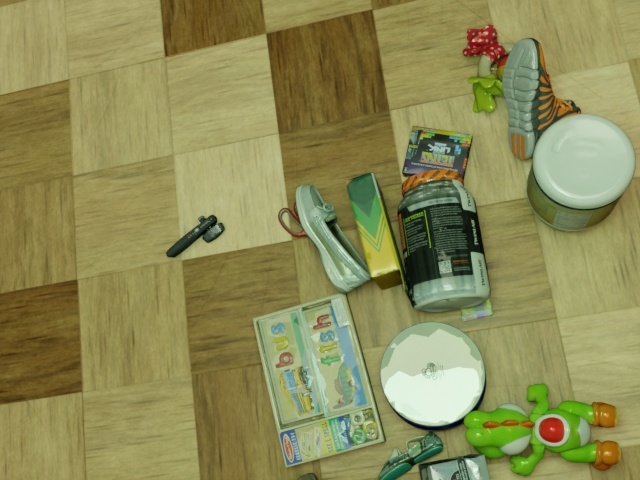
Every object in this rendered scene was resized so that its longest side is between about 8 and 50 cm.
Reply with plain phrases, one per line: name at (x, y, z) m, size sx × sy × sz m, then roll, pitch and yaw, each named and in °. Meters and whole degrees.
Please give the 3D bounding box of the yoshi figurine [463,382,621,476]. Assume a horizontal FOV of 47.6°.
yoshi figurine at (0.519, 0.466, 1.764) m, size 0.362 × 0.203 × 0.203 m, roll 4°, pitch 118°, yaw -2°

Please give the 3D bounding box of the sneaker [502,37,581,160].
sneaker at (0.585, -0.381, 1.906) m, size 0.180 × 0.321 × 0.124 m, roll -17°, pitch 30°, yaw -19°

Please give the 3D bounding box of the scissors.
scissors at (0.000, 0.000, 2.040) m, size 0.109 × 0.021 × 0.297 m, roll -41°, pitch 73°, yaw -3°

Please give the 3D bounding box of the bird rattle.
bird rattle at (0.498, -0.479, 2.023) m, size 0.207 × 0.143 × 0.254 m, roll 6°, pitch 64°, yaw 1°

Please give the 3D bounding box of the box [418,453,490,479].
box at (0.334, 0.646, 1.721) m, size 0.142 × 0.163 × 0.247 m, roll -10°, pitch 74°, yaw -5°

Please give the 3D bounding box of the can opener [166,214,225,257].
can opener at (-0.368, -0.010, 2.095) m, size 0.186 × 0.059 × 0.073 m, roll -33°, pitch 73°, yaw 2°

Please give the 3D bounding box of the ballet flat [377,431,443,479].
ballet flat at (0.221, 0.547, 1.842) m, size 0.188 × 0.070 × 0.070 m, roll -29°, pitch 72°, yaw 2°

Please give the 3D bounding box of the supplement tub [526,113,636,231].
supplement tub at (0.629, -0.152, 1.787) m, size 0.228 × 0.316 × 0.228 m, roll -3°, pitch 76°, yaw 11°

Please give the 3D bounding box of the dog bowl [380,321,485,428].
dog bowl at (0.285, 0.343, 1.835) m, size 0.264 × 0.104 × 0.265 m, roll -4°, pitch 69°, yaw 10°

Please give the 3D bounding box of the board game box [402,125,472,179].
board game box at (0.324, -0.235, 2.012) m, size 0.170 × 0.048 × 0.141 m, roll 10°, pitch 78°, yaw 14°

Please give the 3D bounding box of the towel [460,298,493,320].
towel at (0.409, 0.177, 1.914) m, size 0.083 × 0.009 × 0.060 m, roll -13°, pitch 74°, yaw 8°

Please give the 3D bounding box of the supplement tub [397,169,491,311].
supplement tub at (0.312, 0.002, 1.871) m, size 0.207 × 0.207 × 0.338 m, roll -9°, pitch 73°, yaw 9°

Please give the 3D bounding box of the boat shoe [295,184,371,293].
boat shoe at (0.033, -0.017, 1.954) m, size 0.103 × 0.118 × 0.320 m, roll -30°, pitch 74°, yaw 21°

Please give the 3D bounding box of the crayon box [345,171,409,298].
crayon box at (0.156, 0.004, 1.908) m, size 0.081 × 0.202 × 0.319 m, roll -17°, pitch 73°, yaw 8°

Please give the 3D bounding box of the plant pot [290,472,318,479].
plant pot at (-0.038, 0.684, 1.810) m, size 0.167 × 0.167 × 0.165 m, roll -30°, pitch 65°, yaw 3°

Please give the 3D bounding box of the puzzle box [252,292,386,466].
puzzle box at (-0.010, 0.366, 1.933) m, size 0.272 × 0.052 × 0.409 m, roll -18°, pitch 74°, yaw 8°
